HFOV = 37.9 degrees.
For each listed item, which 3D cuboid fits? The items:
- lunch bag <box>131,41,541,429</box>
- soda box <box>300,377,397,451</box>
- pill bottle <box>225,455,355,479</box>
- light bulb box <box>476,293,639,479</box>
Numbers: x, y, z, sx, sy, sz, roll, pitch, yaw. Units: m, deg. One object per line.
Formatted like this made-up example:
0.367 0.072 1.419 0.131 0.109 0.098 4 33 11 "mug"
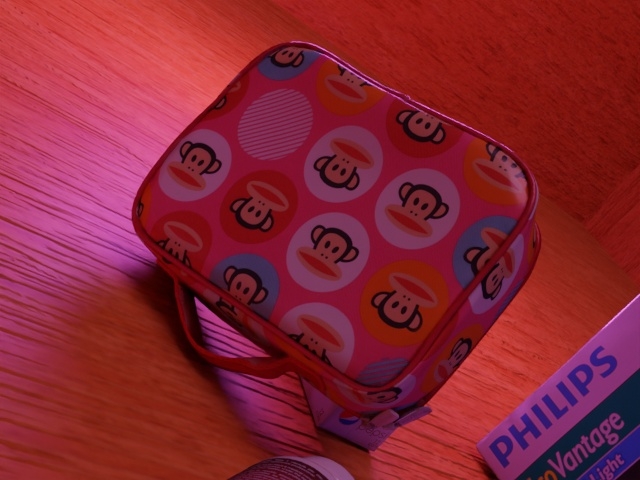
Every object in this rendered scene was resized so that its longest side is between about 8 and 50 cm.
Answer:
0.000 0.000 0.738 0.293 0.258 0.120 35 -12 26 "lunch bag"
0.018 0.084 0.855 0.069 0.074 0.216 30 21 -31 "soda box"
-0.030 0.172 0.526 0.086 0.086 0.152 46 19 15 "pill bottle"
0.414 0.226 0.883 0.225 0.358 0.361 22 25 -51 "light bulb box"
